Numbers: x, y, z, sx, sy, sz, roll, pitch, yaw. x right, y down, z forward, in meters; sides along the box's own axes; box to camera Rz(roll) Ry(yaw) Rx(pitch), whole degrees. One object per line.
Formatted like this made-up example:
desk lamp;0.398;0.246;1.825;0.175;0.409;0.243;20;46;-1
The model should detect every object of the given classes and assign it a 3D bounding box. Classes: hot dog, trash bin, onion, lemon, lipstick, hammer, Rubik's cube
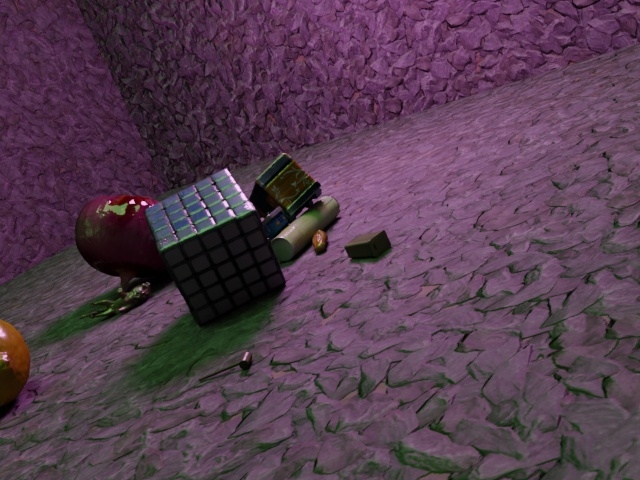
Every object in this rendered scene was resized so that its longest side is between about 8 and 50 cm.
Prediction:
hot dog;0.000;0.000;1.904;0.044;0.028;0.137;-47;10;7
trash bin;0.105;0.011;1.678;0.061;0.043;0.092;-35;17;-37
onion;-0.570;0.014;2.273;0.358;0.344;0.358;-11;6;1
lemon;-0.804;0.288;1.715;0.236;0.236;0.263;-27;12;-15
lipstick;-0.037;-0.039;2.011;0.076;0.076;0.304;-14;17;33
hammer;-0.179;0.238;1.355;0.110;0.019;0.035;-23;14;12
Rubik's cube;-0.250;0.014;1.722;0.237;0.238;0.237;-28;35;-8

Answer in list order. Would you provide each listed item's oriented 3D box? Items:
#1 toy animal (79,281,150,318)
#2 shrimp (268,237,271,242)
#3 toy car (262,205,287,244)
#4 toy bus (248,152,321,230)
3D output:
toy animal;-0.586;0.182;2.094;0.220;0.069;0.086;-20;-7;-6
shrimp;-0.234;0.076;1.936;0.254;0.059;0.145;-33;-3;-6
toy car;-0.153;0.000;2.002;0.191;0.100;0.097;-45;1;34
toy bus;-0.111;-0.132;2.131;0.138;0.167;0.275;-46;-1;-15
